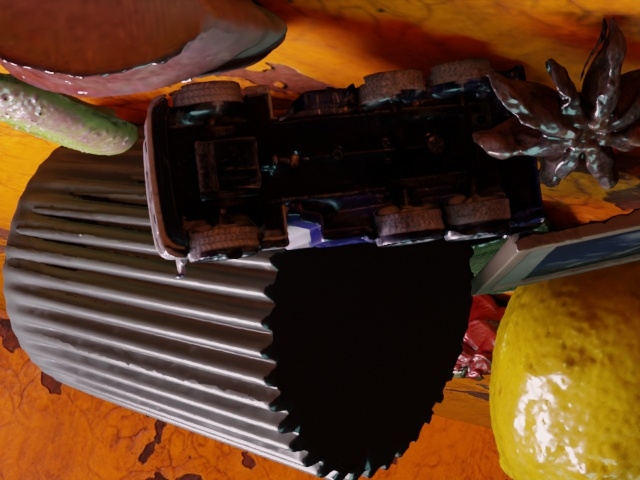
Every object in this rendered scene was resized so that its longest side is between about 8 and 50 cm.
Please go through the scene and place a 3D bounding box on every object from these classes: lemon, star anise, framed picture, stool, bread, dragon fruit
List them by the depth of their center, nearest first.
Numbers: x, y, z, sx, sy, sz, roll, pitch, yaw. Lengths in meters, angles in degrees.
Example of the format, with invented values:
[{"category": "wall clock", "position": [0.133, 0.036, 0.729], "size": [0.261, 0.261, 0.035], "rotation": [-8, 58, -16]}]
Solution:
[{"category": "star anise", "position": [0.171, -0.076, 0.967], "size": [0.141, 0.042, 0.141], "rotation": [-5, 139, -5]}, {"category": "bread", "position": [-0.282, -0.128, 1.137], "size": [0.301, 0.045, 0.301], "rotation": [22, 180, 0]}, {"category": "framed picture", "position": [0.264, -0.009, 1.160], "size": [0.281, 0.019, 0.209], "rotation": [-12, 171, -4]}, {"category": "stool", "position": [-0.080, 0.032, 1.327], "size": [0.330, 0.297, 0.297], "rotation": [9, 170, 37]}, {"category": "lemon", "position": [0.282, 0.139, 1.428], "size": [0.245, 0.320, 0.245], "rotation": [5, -168, -1]}, {"category": "dragon fruit", "position": [0.200, 0.123, 1.900], "size": [0.142, 0.121, 0.130], "rotation": [-13, -136, -47]}]

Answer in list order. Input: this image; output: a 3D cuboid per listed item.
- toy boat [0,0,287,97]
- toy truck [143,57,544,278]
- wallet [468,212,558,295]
[{"category": "toy boat", "position": [-0.113, -0.135, 1.059], "size": [0.206, 0.096, 0.282], "rotation": [-1, 176, 9]}, {"category": "toy truck", "position": [0.007, -0.047, 1.056], "size": [0.268, 0.124, 0.155], "rotation": [-6, 176, -14]}, {"category": "wallet", "position": [0.174, 0.012, 1.518], "size": [0.160, 0.055, 0.236], "rotation": [-5, 167, 19]}]
